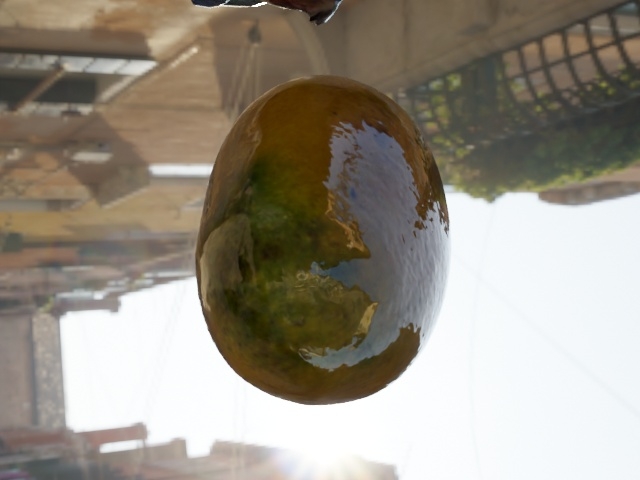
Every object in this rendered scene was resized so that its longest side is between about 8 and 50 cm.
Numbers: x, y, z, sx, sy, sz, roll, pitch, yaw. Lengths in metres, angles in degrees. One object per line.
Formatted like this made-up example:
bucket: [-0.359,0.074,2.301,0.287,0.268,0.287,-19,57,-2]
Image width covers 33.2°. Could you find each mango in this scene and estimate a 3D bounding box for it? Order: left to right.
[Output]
mango: [0.002,0.004,0.542,0.221,0.120,0.151,-78,148,-58]

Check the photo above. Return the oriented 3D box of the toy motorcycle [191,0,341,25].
toy motorcycle: [-0.022,-0.223,0.475,0.319,0.182,0.241,-14,-59,42]
